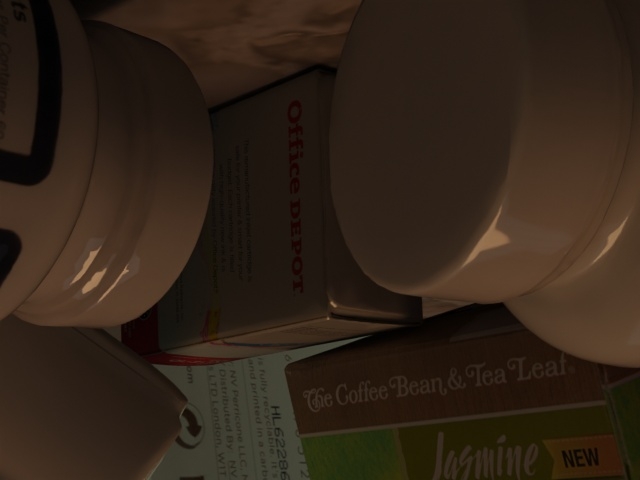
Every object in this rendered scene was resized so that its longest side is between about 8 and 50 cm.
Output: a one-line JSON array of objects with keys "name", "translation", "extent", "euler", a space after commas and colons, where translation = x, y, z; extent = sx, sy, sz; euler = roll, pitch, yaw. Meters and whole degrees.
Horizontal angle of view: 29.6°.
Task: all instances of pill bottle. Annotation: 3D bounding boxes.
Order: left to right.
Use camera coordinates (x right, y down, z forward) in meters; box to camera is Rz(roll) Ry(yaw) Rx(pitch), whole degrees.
[{"name": "pill bottle", "translation": [-0.173, -0.043, 0.414], "extent": [0.153, 0.153, 0.265], "euler": [-13, 163, 40]}, {"name": "pill bottle", "translation": [0.163, -0.032, 0.470], "extent": [0.302, 0.169, 0.169], "euler": [4, 166, -27]}]

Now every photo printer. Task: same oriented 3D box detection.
[{"name": "photo printer", "translation": [-0.223, 0.049, 0.660], "extent": [0.308, 0.107, 0.256], "euler": [35, 164, 1]}]

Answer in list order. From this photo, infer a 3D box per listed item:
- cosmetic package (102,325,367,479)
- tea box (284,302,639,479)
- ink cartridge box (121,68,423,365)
[{"name": "cosmetic package", "translation": [-0.179, 0.237, 1.163], "extent": [0.394, 0.329, 0.327], "euler": [-23, 157, 36]}, {"name": "tea box", "translation": [0.198, 0.173, 0.694], "extent": [0.329, 0.323, 0.220], "euler": [-14, 177, -43]}, {"name": "ink cartridge box", "translation": [-0.032, -0.004, 0.661], "extent": [0.072, 0.127, 0.175], "euler": [10, 163, -42]}]
